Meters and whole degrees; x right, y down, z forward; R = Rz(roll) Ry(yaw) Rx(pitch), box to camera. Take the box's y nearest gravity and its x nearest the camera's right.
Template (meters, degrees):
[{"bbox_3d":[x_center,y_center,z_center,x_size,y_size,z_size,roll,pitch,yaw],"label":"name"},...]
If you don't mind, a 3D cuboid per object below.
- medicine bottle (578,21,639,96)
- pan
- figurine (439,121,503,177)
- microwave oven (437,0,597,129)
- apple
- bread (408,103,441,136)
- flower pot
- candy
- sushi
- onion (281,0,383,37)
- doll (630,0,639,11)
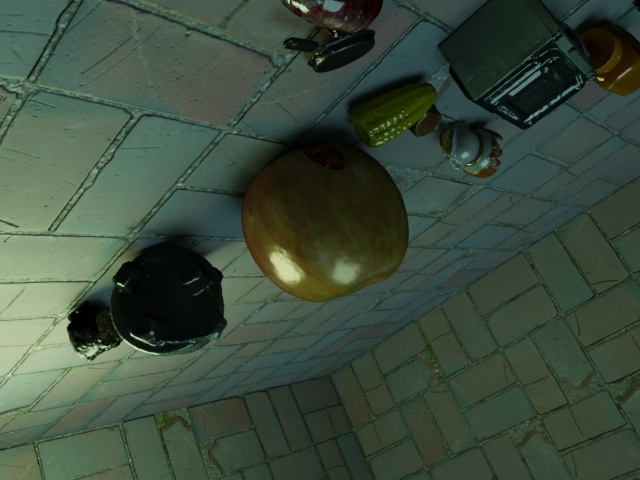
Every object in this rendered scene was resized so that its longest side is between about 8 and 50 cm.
[{"bbox_3d":[0.721,-0.453,1.488,0.222,0.149,0.112,-3,148,-44],"label":"medicine bottle"},{"bbox_3d":[0.013,-0.335,1.064,0.136,0.028,0.235,-23,178,37],"label":"pan"},{"bbox_3d":[0.417,-0.250,1.647,0.143,0.143,0.271,-36,157,26],"label":"figurine"},{"bbox_3d":[0.440,-0.383,1.304,0.237,0.181,0.295,-39,155,28],"label":"microwave oven"},{"bbox_3d":[0.021,-0.033,1.433,0.391,0.346,0.391,-24,164,-7],"label":"apple"},{"bbox_3d":[0.250,-0.298,1.465,0.085,0.053,0.085,-20,146,-15],"label":"bread"},{"bbox_3d":[-0.365,0.163,1.530,0.299,0.299,0.283,-23,163,-5],"label":"flower pot"},{"bbox_3d":[0.170,-0.290,1.334,0.199,0.106,0.094,-30,176,-2],"label":"candy"},{"bbox_3d":[-0.618,0.245,1.672,0.115,0.147,0.212,-31,176,-3],"label":"sushi"},{"bbox_3d":[0.031,-0.392,0.951,0.206,0.098,0.151,-9,155,-35],"label":"onion"},{"bbox_3d":[0.803,-0.569,1.392,0.149,0.095,0.192,-35,159,29],"label":"doll"}]
